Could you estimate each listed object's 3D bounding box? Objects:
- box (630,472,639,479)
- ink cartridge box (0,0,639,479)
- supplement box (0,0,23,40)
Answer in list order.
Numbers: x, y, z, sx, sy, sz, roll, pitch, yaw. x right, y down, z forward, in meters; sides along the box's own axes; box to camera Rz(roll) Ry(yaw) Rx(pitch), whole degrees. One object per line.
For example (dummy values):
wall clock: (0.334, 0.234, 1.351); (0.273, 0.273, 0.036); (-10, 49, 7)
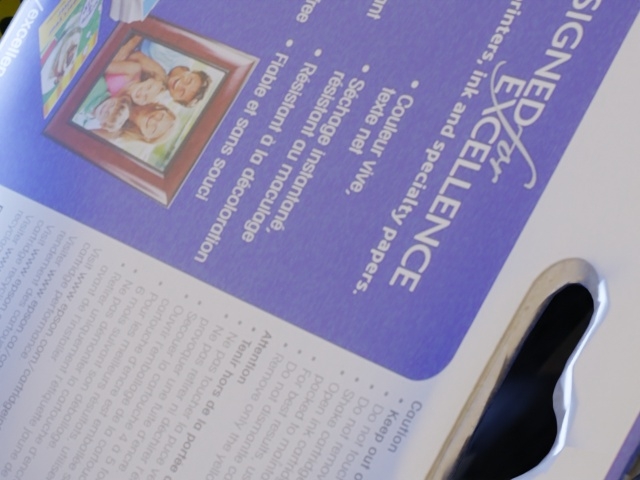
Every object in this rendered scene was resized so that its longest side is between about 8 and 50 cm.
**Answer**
box: (0.088, 0.101, 0.221); (0.216, 0.060, 0.270); (-42, 15, 23)
ink cartridge box: (-0.016, 0.024, 0.528); (0.307, 0.072, 0.304); (24, 81, 42)
supplement box: (-0.151, 0.008, 0.840); (0.195, 0.194, 0.356); (-44, 20, 30)
